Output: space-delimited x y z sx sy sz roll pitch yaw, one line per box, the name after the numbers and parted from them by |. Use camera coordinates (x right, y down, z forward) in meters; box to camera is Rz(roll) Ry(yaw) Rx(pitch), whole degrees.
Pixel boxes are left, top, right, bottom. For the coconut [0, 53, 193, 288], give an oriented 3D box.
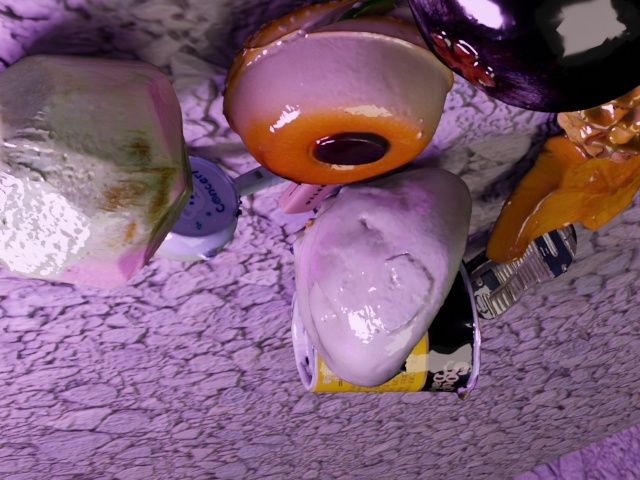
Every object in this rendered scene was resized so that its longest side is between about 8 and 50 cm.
-0.217 -0.064 1.244 0.236 0.235 0.205 -1 -175 -36 | coconut

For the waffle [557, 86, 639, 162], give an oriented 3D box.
0.403 -0.211 1.479 0.324 0.151 0.261 -23 159 4 | waffle

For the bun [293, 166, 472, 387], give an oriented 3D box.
0.056 0.027 1.651 0.187 0.293 0.293 24 145 -5 | bun

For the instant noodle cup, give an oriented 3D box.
0.088 0.130 1.915 0.236 0.215 0.215 -6 154 -12 | instant noodle cup

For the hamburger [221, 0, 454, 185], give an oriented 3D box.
0.016 -0.143 1.322 0.237 0.147 0.237 -6 157 -2 | hamburger

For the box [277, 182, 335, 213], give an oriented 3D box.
-0.006 -0.068 1.612 0.048 0.025 0.115 0 150 -35 | box

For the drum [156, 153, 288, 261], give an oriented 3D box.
-0.083 -0.043 1.475 0.253 0.130 0.049 -9 150 -23 | drum

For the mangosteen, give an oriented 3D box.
0.212 -0.259 1.139 0.302 0.275 0.275 -52 157 -8 | mangosteen

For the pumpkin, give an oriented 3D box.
0.378 -0.085 1.790 0.290 0.095 0.258 -10 151 -29 | pumpkin

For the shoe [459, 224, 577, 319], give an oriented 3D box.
0.279 0.028 1.971 0.207 0.091 0.106 -34 -158 -7 | shoe

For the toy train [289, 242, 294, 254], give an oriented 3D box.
0.000 0.000 1.772 0.083 0.017 0.017 -17 154 -8 | toy train
